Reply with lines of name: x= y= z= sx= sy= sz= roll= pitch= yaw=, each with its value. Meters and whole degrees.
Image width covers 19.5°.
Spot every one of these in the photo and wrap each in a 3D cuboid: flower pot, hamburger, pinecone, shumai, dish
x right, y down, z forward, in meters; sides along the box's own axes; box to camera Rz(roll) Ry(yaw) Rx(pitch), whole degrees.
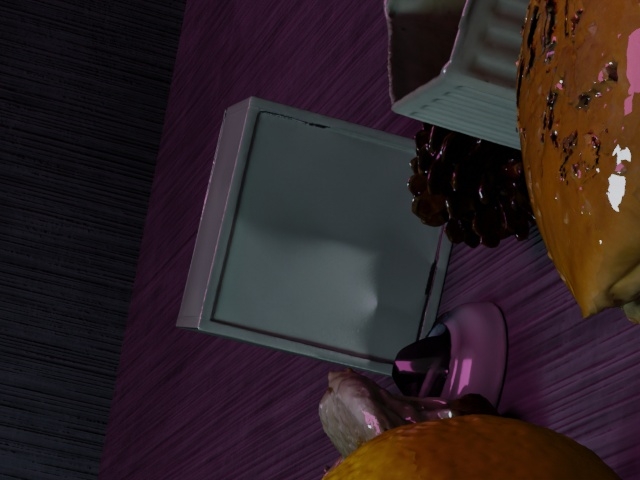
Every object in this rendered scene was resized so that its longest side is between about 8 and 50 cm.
flower pot: x=0.170 y=-0.184 z=1.428 sx=0.239 sy=0.189 sz=0.209 roll=-92 pitch=23 yaw=-43
hamburger: x=0.227 y=-0.092 z=1.191 sx=0.304 sy=0.174 sz=0.284 roll=-98 pitch=18 yaw=-65
pinecone: x=0.144 y=-0.058 z=1.542 sx=0.120 sy=0.140 sz=0.140 roll=18 pitch=95 yaw=43
shumai: x=0.091 y=0.173 z=1.525 sx=0.201 sy=0.120 sz=0.201 roll=54 pitch=167 yaw=19
dish: x=0.098 y=0.114 z=1.623 sx=0.141 sy=0.078 sz=0.141 roll=-166 pitch=90 yaw=-76

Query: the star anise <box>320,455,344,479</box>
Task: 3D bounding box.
star anise: x=-0.022 y=0.364 z=1.779 sx=0.292 sy=0.109 sz=0.349 roll=-97 pitch=26 yaw=-42

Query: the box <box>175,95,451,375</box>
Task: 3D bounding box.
box: x=0.000 y=0.000 z=1.797 sx=0.117 sy=0.225 sz=0.225 roll=175 pitch=109 yaw=-75

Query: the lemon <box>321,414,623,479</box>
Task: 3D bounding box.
lemon: x=0.098 y=0.241 z=1.147 sx=0.293 sy=0.293 sz=0.293 roll=-166 pitch=90 yaw=-75
